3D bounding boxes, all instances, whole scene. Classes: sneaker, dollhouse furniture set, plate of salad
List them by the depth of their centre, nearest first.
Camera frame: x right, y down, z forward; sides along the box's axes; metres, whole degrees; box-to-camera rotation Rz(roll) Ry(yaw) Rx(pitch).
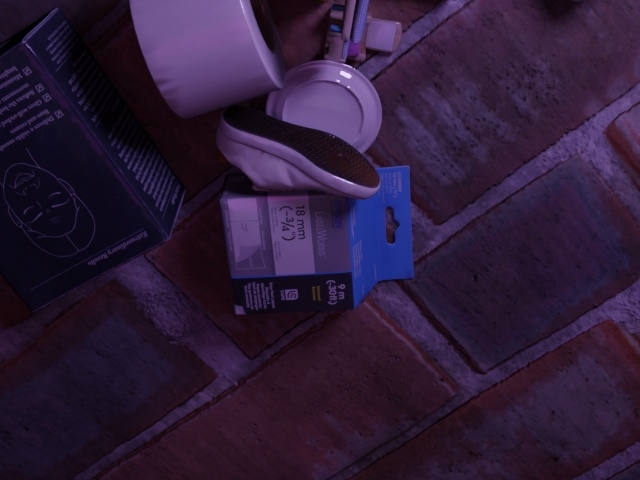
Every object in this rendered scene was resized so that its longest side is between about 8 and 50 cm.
[{"bbox_3d":[0.119,-0.366,1.517,0.198,0.303,0.287,9,118,-2],"label":"dollhouse furniture set"},{"bbox_3d":[-0.041,-0.125,1.723,0.290,0.106,0.123,24,132,4],"label":"sneaker"},{"bbox_3d":[0.006,-0.219,1.740,0.199,0.048,0.200,1,122,2],"label":"plate of salad"}]

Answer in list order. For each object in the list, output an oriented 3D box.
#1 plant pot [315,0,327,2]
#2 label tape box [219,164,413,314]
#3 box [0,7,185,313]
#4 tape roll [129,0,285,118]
[{"bbox_3d":[-0.019,-0.420,1.616,0.081,0.083,0.082,9,118,-3],"label":"plant pot"},{"bbox_3d":[0.000,0.000,1.824,0.333,0.106,0.241,-3,118,4],"label":"label tape box"},{"bbox_3d":[-0.464,-0.132,1.711,0.293,0.212,0.396,-27,113,14],"label":"box"},{"bbox_3d":[-0.170,-0.329,1.580,0.169,0.246,0.246,-15,116,11],"label":"tape roll"}]
